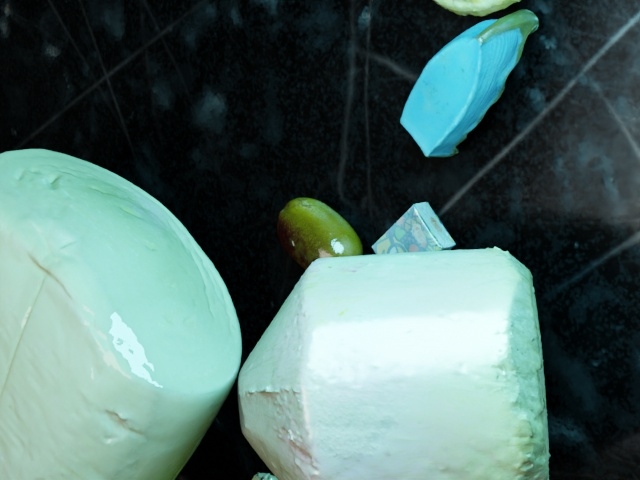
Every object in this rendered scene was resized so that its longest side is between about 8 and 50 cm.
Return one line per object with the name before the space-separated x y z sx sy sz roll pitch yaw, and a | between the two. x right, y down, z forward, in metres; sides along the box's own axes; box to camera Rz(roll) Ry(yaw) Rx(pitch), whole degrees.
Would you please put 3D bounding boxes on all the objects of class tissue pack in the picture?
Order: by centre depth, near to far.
tissue pack | 0.103 0.006 1.375 0.083 0.035 0.063 -44 68 38

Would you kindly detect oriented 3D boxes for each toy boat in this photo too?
toy boat | 0.155 -0.164 1.276 0.075 0.077 0.185 52 138 21

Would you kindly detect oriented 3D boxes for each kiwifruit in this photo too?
kiwifruit | 0.000 0.000 1.447 0.124 0.075 0.075 42 125 34

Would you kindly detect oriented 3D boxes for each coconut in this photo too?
coconut | 0.069 0.155 1.242 0.309 0.297 0.298 -6 96 11

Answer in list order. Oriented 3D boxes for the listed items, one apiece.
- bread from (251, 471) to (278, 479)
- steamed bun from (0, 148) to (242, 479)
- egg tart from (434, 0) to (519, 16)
bread | -0.064 0.445 1.537 0.316 0.054 0.316 -173 90 -67
steamed bun | -0.300 0.117 1.613 0.456 0.290 0.371 48 122 24
egg tart | 0.106 -0.368 1.200 0.319 0.128 0.319 30 128 50
